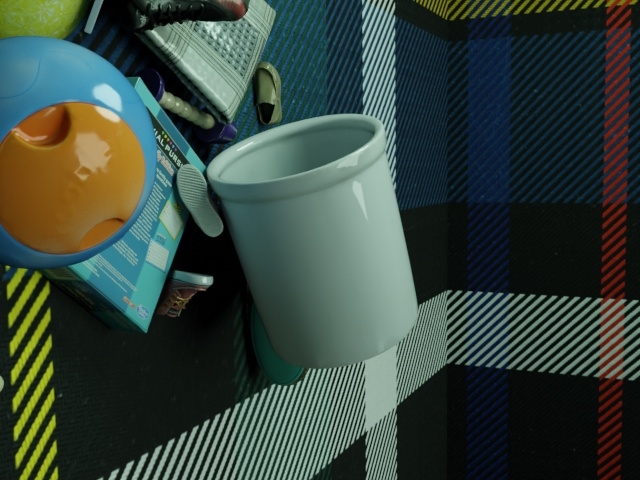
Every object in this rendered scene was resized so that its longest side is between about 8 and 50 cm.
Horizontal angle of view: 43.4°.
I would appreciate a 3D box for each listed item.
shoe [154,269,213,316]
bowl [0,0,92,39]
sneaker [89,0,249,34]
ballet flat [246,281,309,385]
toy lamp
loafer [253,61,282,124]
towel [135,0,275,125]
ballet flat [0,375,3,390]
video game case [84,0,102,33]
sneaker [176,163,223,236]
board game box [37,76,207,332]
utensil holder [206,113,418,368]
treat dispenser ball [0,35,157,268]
[{"bbox_3d":[-0.245,0.095,1.404,0.064,0.178,0.081,11,84,-35],"label":"shoe"},{"bbox_3d":[-0.382,-0.393,1.074,0.289,0.156,0.289,2,90,-66],"label":"bowl"},{"bbox_3d":[-0.248,-0.380,1.272,0.276,0.098,0.135,11,69,-21],"label":"sneaker"},{"bbox_3d":[-0.090,0.075,1.774,0.182,0.164,0.482,-65,147,-67],"label":"ballet flat"},{"bbox_3d":[-0.243,-0.239,1.488,0.275,0.080,0.080,25,69,-64],"label":"toy lamp"},{"bbox_3d":[-0.117,-0.322,1.785,0.050,0.056,0.148,-61,145,-56],"label":"loafer"},{"bbox_3d":[-0.216,-0.425,1.459,0.324,0.056,0.312,44,50,-36],"label":"towel"},{"bbox_3d":[-0.474,0.204,1.036,0.173,0.049,0.057,-7,99,-66],"label":"ballet flat"},{"bbox_3d":[-0.312,-0.348,1.142,0.087,0.011,0.122,-62,-159,20],"label":"video game case"},{"bbox_3d":[-0.215,-0.069,1.414,0.134,0.051,0.070,65,-9,-10],"label":"sneaker"},{"bbox_3d":[-0.322,-0.055,1.319,0.253,0.079,0.336,59,40,-52],"label":"board game box"},{"bbox_3d":[0.000,0.000,1.510,0.327,0.328,0.385,-50,131,-54],"label":"utensil holder"},{"bbox_3d":[-0.350,-0.107,1.004,0.288,0.288,0.288,2,90,-66],"label":"treat dispenser ball"}]
